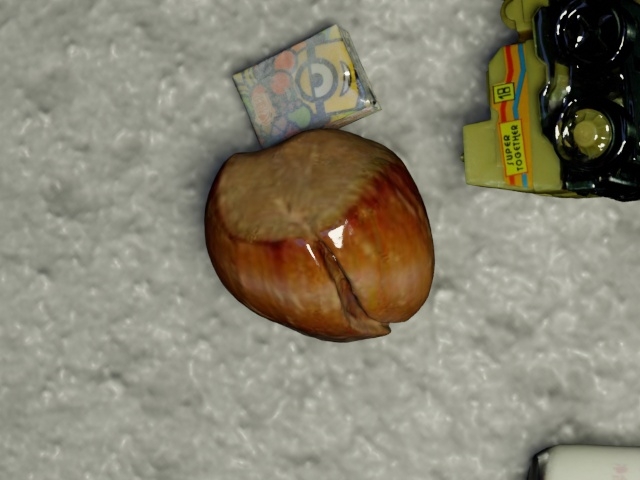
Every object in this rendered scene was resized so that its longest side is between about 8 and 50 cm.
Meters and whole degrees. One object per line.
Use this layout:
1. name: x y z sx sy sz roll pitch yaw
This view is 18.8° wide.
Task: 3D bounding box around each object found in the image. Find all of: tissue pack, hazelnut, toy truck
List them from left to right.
1. tissue pack: -0.010 -0.099 1.304 0.083 0.035 0.063 -26 82 13
2. hazelnut: 0.000 0.000 1.257 0.154 0.143 0.143 1 89 23
3. toy truck: 0.156 -0.154 1.219 0.127 0.127 0.257 -1 88 30

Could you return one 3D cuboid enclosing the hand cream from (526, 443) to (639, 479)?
1. hand cream: 0.300 0.200 1.183 0.359 0.118 0.185 6 81 9
